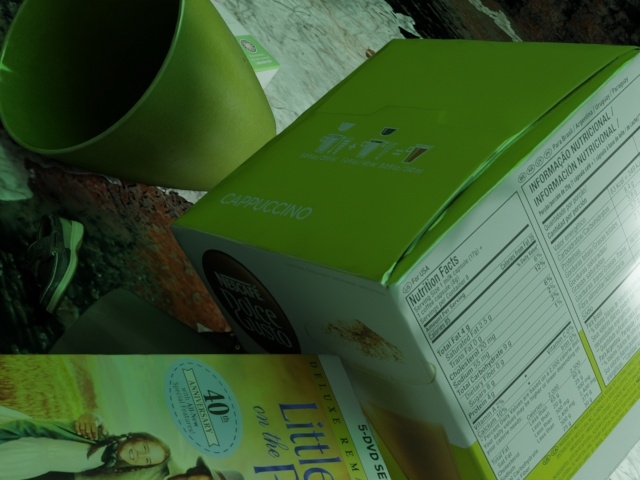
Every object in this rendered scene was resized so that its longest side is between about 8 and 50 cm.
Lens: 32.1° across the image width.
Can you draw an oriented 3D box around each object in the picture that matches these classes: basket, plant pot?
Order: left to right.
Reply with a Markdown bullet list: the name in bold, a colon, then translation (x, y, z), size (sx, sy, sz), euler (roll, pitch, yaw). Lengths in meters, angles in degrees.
- **plant pot**: translation (-0.188, -0.176, 1.349), size (0.293, 0.275, 0.275), euler (32, 23, -53)
- **basket**: translation (-0.131, 0.161, 0.987), size (0.227, 0.154, 0.204), euler (38, 55, 7)

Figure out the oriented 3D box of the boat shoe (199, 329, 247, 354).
- **boat shoe**: translation (-0.092, 0.117, 1.232), size (0.133, 0.042, 0.049), euler (13, 39, -41)

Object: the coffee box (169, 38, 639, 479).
- **coffee box**: translation (0.127, 0.033, 1.070), size (0.337, 0.338, 0.334), euler (15, -40, 52)

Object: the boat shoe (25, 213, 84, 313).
- **boat shoe**: translation (-0.274, 0.021, 1.124), size (0.049, 0.056, 0.152), euler (26, 20, -19)

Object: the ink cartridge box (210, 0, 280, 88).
- **ink cartridge box**: translation (-0.252, -0.324, 1.609), size (0.353, 0.119, 0.207), euler (46, 27, 9)

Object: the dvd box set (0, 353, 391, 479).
- **dvd box set**: translation (-0.132, 0.210, 0.762), size (0.420, 0.062, 0.308), euler (4, 43, -27)
